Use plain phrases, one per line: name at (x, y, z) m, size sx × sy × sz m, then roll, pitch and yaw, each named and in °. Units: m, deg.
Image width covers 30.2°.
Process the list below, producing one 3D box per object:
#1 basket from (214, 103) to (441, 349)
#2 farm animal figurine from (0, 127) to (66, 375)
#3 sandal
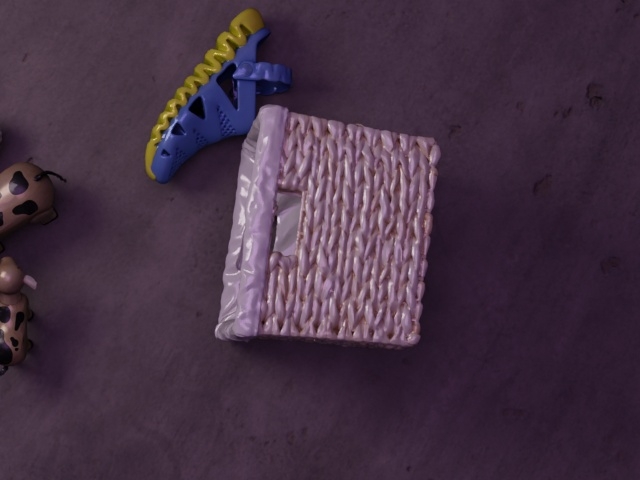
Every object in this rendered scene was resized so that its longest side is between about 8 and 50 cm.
basket at (0.000, 0.000, 1.768) m, size 0.266 × 0.331 × 0.329 m, roll 8°, pitch 84°, yaw -9°
farm animal figurine at (-0.516, 0.005, 1.795) m, size 0.330 × 0.172 × 0.327 m, roll 39°, pitch 82°, yaw 0°
sandal at (-0.157, -0.213, 1.876) m, size 0.138 × 0.126 × 0.317 m, roll 38°, pitch 84°, yaw -4°
